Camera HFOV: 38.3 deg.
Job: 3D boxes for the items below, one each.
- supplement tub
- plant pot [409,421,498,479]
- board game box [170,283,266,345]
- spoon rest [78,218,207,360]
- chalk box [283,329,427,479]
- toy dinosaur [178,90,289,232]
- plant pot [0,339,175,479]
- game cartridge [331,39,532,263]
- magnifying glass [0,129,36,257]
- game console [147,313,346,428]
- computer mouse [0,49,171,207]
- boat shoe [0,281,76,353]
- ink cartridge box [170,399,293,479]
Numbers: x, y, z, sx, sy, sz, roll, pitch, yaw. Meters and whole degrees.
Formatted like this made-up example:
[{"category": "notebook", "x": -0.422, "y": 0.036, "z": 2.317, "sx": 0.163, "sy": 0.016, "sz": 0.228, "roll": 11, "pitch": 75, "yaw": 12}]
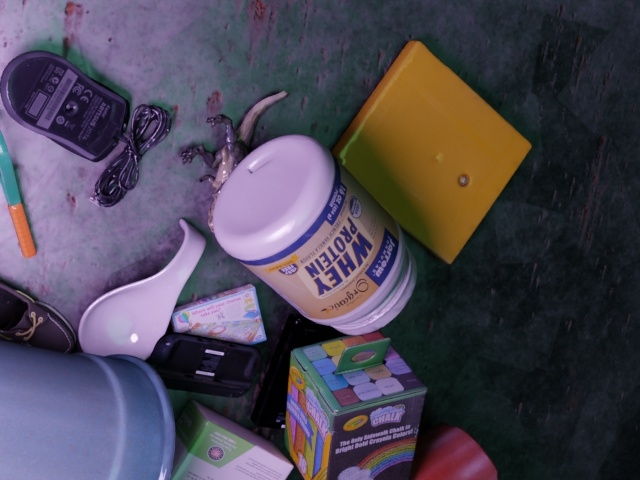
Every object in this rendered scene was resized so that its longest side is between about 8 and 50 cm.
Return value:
[{"category": "supplement tub", "x": 0.000, "y": 0.000, "z": 1.524, "sx": 0.228, "sy": 0.228, "sz": 0.316, "roll": -52, "pitch": 130, "yaw": -5}, {"category": "plant pot", "x": 0.187, "y": 0.497, "z": 1.735, "sx": 0.265, "sy": 0.272, "sz": 0.272, "roll": -29, "pitch": 112, "yaw": -24}, {"category": "board game box", "x": -0.179, "y": 0.148, "z": 1.609, "sx": 0.154, "sy": 0.026, "sz": 0.103, "roll": -17, "pitch": 109, "yaw": -20}, {"category": "spoon rest", "x": -0.285, "y": 0.092, "z": 1.518, "sx": 0.137, "sy": 0.084, "sz": 0.276, "roll": 39, "pitch": 84, "yaw": -26}, {"category": "chalk box", "x": 0.056, "y": 0.278, "z": 1.579, "sx": 0.180, "sy": 0.179, "sz": 0.289, "roll": -9, "pitch": 123, "yaw": -24}, {"category": "toy dinosaur", "x": -0.156, "y": -0.150, "z": 1.533, "sx": 0.118, "sy": 0.064, "sz": 0.268, "roll": 25, "pitch": 91, "yaw": -41}, {"category": "plant pot", "x": -0.441, "y": 0.284, "z": 1.299, "sx": 0.334, "sy": 0.341, "sz": 0.341, "roll": 30, "pitch": 89, "yaw": -46}, {"category": "game cartridge", "x": 0.202, "y": -0.157, "z": 1.698, "sx": 0.324, "sy": 0.053, "sz": 0.285, "roll": 37, "pitch": 86, "yaw": -24}, {"category": "magnifying glass", "x": -0.474, "y": -0.080, "z": 1.402, "sx": 0.026, "sy": 0.092, "sz": 0.231, "roll": -22, "pitch": 120, "yaw": -21}, {"category": "game console", "x": -0.125, "y": 0.218, "z": 1.616, "sx": 0.361, "sy": 0.044, "sz": 0.213, "roll": 14, "pitch": 103, "yaw": -31}, {"category": "computer mouse", "x": -0.381, "y": -0.190, "z": 1.424, "sx": 0.272, "sy": 0.072, "sz": 0.188, "roll": 37, "pitch": 84, "yaw": -38}, {"category": "boat shoe", "x": -0.480, "y": 0.121, "z": 1.446, "sx": 0.228, "sy": 0.069, "sz": 0.081, "roll": 38, "pitch": 85, "yaw": -26}, {"category": "ink cartridge box", "x": -0.210, "y": 0.451, "z": 1.616, "sx": 0.198, "sy": 0.115, "sz": 0.273, "roll": 35, "pitch": 87, "yaw": -26}]
